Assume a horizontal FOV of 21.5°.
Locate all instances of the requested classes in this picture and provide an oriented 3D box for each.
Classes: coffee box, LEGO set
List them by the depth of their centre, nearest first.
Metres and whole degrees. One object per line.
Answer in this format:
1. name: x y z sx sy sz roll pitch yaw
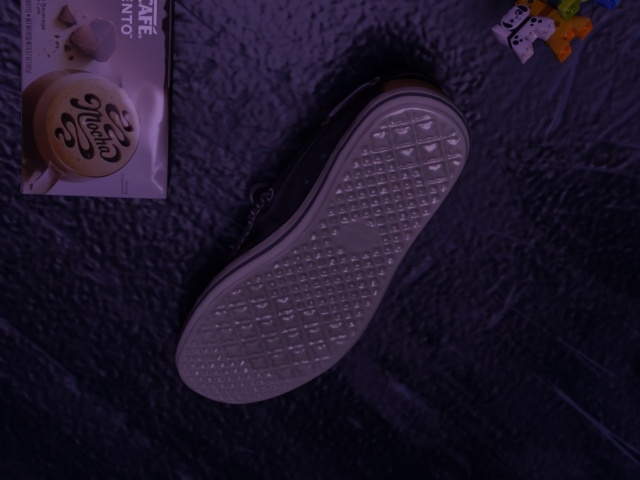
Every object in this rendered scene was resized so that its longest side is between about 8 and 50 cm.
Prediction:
1. coffee box: -0.249 -0.206 1.897 0.168 0.119 0.297 3 110 -3
2. LEGO set: 0.272 -0.283 1.917 0.227 0.093 0.087 -46 145 -14

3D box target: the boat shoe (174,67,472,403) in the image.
1. boat shoe: 0.000 0.000 1.975 0.187 0.156 0.500 28 118 -18
